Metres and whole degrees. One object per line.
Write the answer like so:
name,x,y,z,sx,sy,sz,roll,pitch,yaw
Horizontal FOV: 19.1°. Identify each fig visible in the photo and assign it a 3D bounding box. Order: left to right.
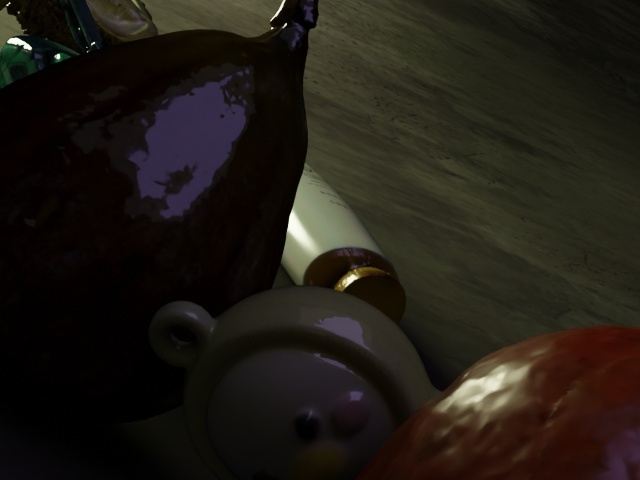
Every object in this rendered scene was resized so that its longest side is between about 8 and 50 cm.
fig,-0.069,-0.045,0.902,0.170,0.274,0.145,29,-23,22

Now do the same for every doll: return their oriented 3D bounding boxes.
doll,0.056,0.111,0.811,0.296,0.141,0.117,26,38,-12

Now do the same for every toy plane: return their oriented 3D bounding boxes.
toy plane,-0.130,-0.048,1.048,0.060,0.096,0.235,10,43,-42

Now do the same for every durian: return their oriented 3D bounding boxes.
durian,-0.182,-0.167,1.332,0.140,0.071,0.110,37,15,-39

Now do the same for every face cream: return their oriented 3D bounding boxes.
face cream,0.000,0.000,1.189,0.072,0.051,0.182,21,18,-30

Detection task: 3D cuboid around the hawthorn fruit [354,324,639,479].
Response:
hawthorn fruit,0.085,0.167,0.624,0.242,0.242,0.271,37,49,23

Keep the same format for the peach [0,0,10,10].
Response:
peach,-0.285,-0.246,0.983,0.315,0.314,0.281,2,13,12
